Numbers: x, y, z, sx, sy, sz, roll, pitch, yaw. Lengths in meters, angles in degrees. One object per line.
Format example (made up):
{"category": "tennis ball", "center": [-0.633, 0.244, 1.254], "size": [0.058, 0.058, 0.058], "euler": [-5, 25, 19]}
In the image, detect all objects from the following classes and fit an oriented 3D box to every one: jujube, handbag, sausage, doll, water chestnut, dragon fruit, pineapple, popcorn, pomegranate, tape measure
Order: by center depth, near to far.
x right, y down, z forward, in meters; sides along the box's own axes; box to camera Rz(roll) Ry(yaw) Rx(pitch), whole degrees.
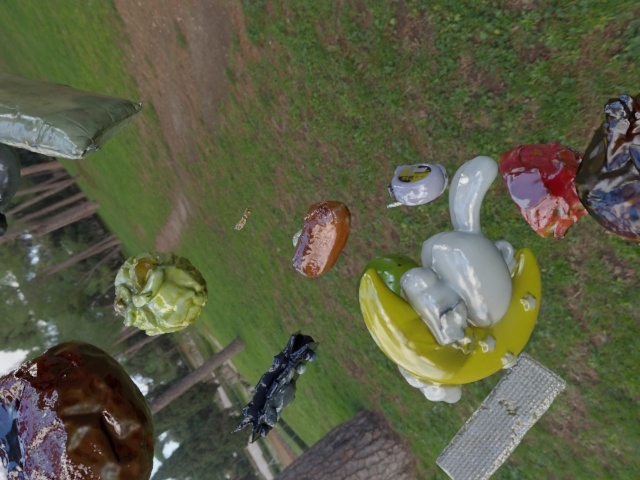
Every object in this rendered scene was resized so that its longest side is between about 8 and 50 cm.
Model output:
{"category": "doll", "center": [0.166, 0.062, 0.484], "size": [0.252, 0.237, 0.111], "euler": [56, 173, -13]}
{"category": "popcorn", "center": [-0.246, 0.078, 0.625], "size": [0.162, 0.136, 0.141], "euler": [105, 155, -45]}
{"category": "water chestnut", "center": [0.545, -0.135, 0.634], "size": [0.300, 0.300, 0.300], "euler": [45, 154, 30]}
{"category": "jujube", "center": [-0.500, 0.404, 0.829], "size": [0.376, 0.277, 0.276], "euler": [61, 157, -8]}
{"category": "dragon fruit", "center": [0.532, -0.124, 0.952], "size": [0.261, 0.189, 0.163], "euler": [66, 155, 7]}
{"category": "sausage", "center": [0.003, 0.001, 1.063], "size": [0.133, 0.133, 0.258], "euler": [48, 137, 26]}
{"category": "pineapple", "center": [-0.233, -0.062, 1.202], "size": [0.019, 0.083, 0.045], "euler": [29, -162, -21]}
{"category": "handbag", "center": [-0.120, 0.436, 1.205], "size": [0.119, 0.325, 0.269], "euler": [29, 174, 11]}
{"category": "pomegranate", "center": [0.268, 0.153, 1.319], "size": [0.260, 0.341, 0.260], "euler": [50, -155, -35]}
{"category": "tape measure", "center": [0.330, -0.188, 1.378], "size": [0.196, 0.178, 0.105], "euler": [6, 132, 38]}

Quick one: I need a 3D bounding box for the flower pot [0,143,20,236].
{"category": "flower pot", "center": [-0.737, -0.132, 0.736], "size": [0.283, 0.299, 0.299], "euler": [42, 153, 21]}

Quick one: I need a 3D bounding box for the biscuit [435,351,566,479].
{"category": "biscuit", "center": [0.521, 0.527, 1.160], "size": [0.144, 0.426, 0.078], "euler": [38, -179, 31]}

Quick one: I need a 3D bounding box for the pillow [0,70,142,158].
{"category": "pillow", "center": [-0.448, -0.197, 0.611], "size": [0.184, 0.303, 0.074], "euler": [-79, -1, -49]}

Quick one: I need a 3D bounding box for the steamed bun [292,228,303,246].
{"category": "steamed bun", "center": [-0.020, -0.003, 1.260], "size": [0.090, 0.130, 0.112], "euler": [62, -167, -7]}
